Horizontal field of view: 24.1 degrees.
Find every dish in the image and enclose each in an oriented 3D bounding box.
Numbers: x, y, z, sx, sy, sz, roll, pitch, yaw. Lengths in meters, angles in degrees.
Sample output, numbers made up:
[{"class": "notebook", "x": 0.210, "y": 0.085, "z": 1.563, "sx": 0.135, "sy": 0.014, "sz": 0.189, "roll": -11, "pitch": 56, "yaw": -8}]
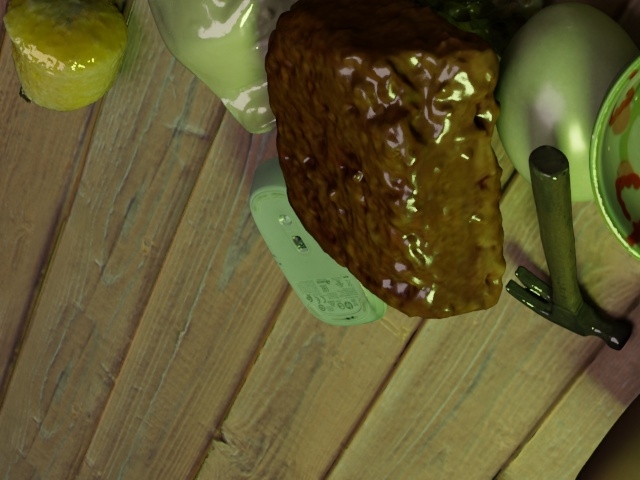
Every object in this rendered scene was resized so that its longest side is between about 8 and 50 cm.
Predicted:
[{"class": "dish", "x": 0.451, "y": -0.117, "z": 1.661, "sx": 0.324, "sy": 0.124, "sz": 0.324, "roll": 1, "pitch": 116, "yaw": 1}]

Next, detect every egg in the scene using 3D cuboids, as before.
[{"class": "egg", "x": 0.298, "y": -0.162, "z": 1.767, "sx": 0.186, "sy": 0.186, "sz": 0.253, "roll": 18, "pitch": 133, "yaw": 35}]

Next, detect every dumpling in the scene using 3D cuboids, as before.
[{"class": "dumpling", "x": -0.082, "y": -0.363, "z": 2.023, "sx": 0.315, "sy": 0.233, "sz": 0.395, "roll": -27, "pitch": 92, "yaw": 16}]

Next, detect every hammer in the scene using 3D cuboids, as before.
[{"class": "hammer", "x": 0.296, "y": 0.010, "z": 1.831, "sx": 0.168, "sy": 0.044, "sz": 0.440, "roll": 25, "pitch": 161, "yaw": 22}]

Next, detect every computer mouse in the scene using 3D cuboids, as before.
[{"class": "computer mouse", "x": 0.003, "y": -0.004, "z": 2.218, "sx": 0.159, "sy": 0.097, "sz": 0.288, "roll": -10, "pitch": 119, "yaw": 44}]

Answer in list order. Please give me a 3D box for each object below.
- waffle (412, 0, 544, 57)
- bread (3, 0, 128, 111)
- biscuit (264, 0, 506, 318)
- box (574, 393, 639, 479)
[{"class": "waffle", "x": 0.183, "y": -0.340, "z": 1.859, "sx": 0.223, "sy": 0.054, "sz": 0.204, "roll": 35, "pitch": 135, "yaw": 22}, {"class": "bread", "x": -0.397, "y": -0.310, "z": 2.331, "sx": 0.197, "sy": 0.197, "sz": 0.170, "roll": 41, "pitch": 144, "yaw": 15}, {"class": "biscuit", "x": 0.075, "y": -0.115, "z": 1.866, "sx": 0.342, "sy": 0.166, "sz": 0.395, "roll": 43, "pitch": 150, "yaw": 47}, {"class": "box", "x": 0.481, "y": 0.292, "z": 1.839, "sx": 0.301, "sy": 0.301, "sz": 0.216, "roll": 35, "pitch": 128, "yaw": 21}]
